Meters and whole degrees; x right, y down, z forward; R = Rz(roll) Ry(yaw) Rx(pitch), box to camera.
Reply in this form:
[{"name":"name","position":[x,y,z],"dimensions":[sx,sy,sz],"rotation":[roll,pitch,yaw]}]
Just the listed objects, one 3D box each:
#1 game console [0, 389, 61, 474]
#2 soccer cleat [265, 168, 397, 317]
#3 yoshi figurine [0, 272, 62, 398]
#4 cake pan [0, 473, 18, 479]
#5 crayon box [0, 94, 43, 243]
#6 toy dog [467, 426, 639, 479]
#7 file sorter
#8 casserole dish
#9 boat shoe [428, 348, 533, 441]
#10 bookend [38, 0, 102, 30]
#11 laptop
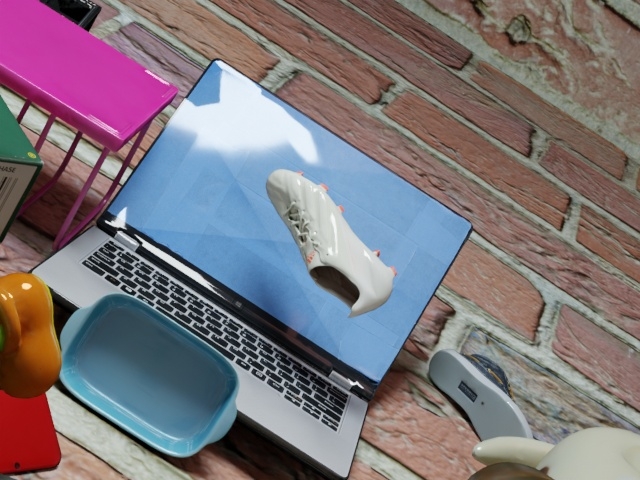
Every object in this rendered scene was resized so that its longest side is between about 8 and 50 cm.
[{"name":"game console","position":[-0.318,0.153,1.338],"dimensions":[0.124,0.085,0.144],"rotation":[11,5,38]},{"name":"soccer cleat","position":[0.000,0.000,1.650],"dimensions":[0.076,0.068,0.196],"rotation":[-33,73,-34]},{"name":"yoshi figurine","position":[-0.377,0.121,1.126],"dimensions":[0.362,0.203,0.203],"rotation":[-14,65,-52]},{"name":"cake pan","position":[-0.254,0.274,1.126],"dimensions":[0.293,0.054,0.293],"rotation":[27,24,-13]},{"name":"crayon box","position":[-0.458,-0.144,1.249],"dimensions":[0.363,0.106,0.313],"rotation":[6,37,-44]},{"name":"toy dog","position":[0.261,0.306,1.459],"dimensions":[0.395,0.285,0.408],"rotation":[45,27,28]},{"name":"file sorter","position":[-0.349,-0.147,1.680],"dimensions":[0.290,0.182,0.202],"rotation":[32,24,-1]},{"name":"casserole dish","position":[-0.167,0.130,1.471],"dimensions":[0.188,0.114,0.037],"rotation":[33,-2,-1]},{"name":"boat shoe","position":[0.220,0.201,1.883],"dimensions":[0.083,0.065,0.183],"rotation":[5,35,-46]},{"name":"bookend","position":[-0.403,-0.314,2.085],"dimensions":[0.157,0.072,0.156],"rotation":[30,23,-7]},{"name":"laptop","position":[-0.055,0.013,1.664],"dimensions":[0.382,0.236,0.408],"rotation":[33,14,0]}]
